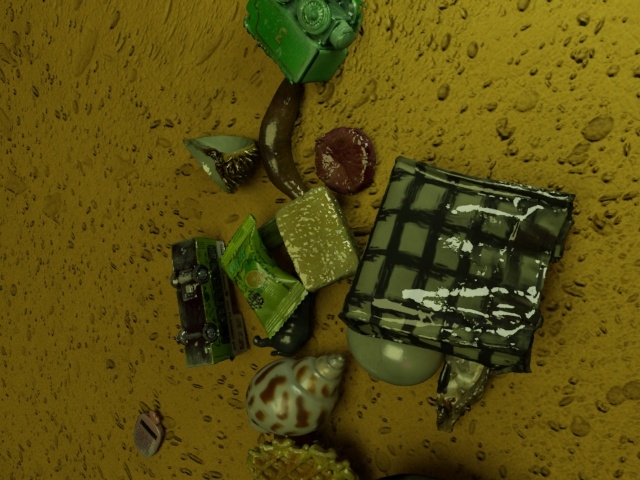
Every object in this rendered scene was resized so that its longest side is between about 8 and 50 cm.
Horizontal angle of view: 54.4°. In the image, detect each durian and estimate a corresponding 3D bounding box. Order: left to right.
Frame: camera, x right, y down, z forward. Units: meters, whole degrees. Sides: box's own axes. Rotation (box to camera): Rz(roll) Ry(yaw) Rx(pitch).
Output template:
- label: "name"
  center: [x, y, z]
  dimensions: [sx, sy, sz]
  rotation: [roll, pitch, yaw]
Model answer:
- label: "durian"
  center: [-0.226, -0.180, 1.404]
  dimensions: [0.252, 0.139, 0.144]
  rotation: [46, 119, 57]

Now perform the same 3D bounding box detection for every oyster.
- label: "oyster"
  center: [0.282, 0.219, 1.185]
  dimensions: [0.128, 0.078, 0.345]
  rotation: [33, 118, 48]

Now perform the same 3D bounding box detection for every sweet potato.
- label: "sweet potato"
  center: [-0.078, -0.192, 1.346]
  dimensions: [0.108, 0.079, 0.346]
  rotation: [-6, 98, 22]

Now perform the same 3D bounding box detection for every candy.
- label: "candy"
  center: [-0.133, 0.073, 1.345]
  dimensions: [0.246, 0.069, 0.149]
  rotation: [49, 116, 23]

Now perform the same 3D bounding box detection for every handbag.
- label: "handbag"
  center: [0.233, 0.041, 1.072]
  dimensions: [0.327, 0.162, 0.325]
  rotation: [14, 75, 27]

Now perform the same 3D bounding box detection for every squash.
- label: "squash"
  center: [-0.130, 0.004, 1.421]
  dimensions: [0.229, 0.066, 0.066]
  rotation: [-34, 79, 32]

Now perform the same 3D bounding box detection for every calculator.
- label: "calculator"
  center: [-0.489, 0.548, 1.772]
  dimensions: [0.103, 0.024, 0.166]
  rotation: [39, 119, 23]

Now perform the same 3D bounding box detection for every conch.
- label: "conch"
  center: [-0.054, 0.330, 1.359]
  dimensions: [0.274, 0.149, 0.183]
  rotation: [-28, 64, 3]

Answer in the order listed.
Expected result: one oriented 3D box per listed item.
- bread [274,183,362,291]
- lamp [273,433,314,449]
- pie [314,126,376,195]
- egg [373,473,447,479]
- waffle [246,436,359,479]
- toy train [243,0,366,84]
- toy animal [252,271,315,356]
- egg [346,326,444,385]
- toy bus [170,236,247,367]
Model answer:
- label: "bread"
  center: [0.000, 0.000, 1.287]
  dimensions: [0.138, 0.102, 0.196]
  rotation: [-26, 82, 2]
- label: "lamp"
  center: [-0.061, 0.458, 1.431]
  dimensions: [0.107, 0.092, 0.107]
  rotation: [42, 153, 27]
- label: "pie"
  center: [0.048, -0.164, 1.289]
  dimensions: [0.153, 0.038, 0.154]
  rotation: [7, 102, 35]
- label: "egg"
  center: [0.201, 0.611, 1.135]
  dimensions: [0.427, 0.345, 0.345]
  rotation: [-2, 97, 24]
- label: "waffle"
  center: [-0.033, 0.534, 1.384]
  dimensions: [0.262, 0.060, 0.281]
  rotation: [3, 126, 21]
- label: "toy train"
  center: [-0.036, -0.446, 1.250]
  dimensions: [0.243, 0.132, 0.188]
  rotation: [53, 129, 15]
- label: "toy animal"
  center: [-0.072, 0.137, 1.396]
  dimensions: [0.137, 0.082, 0.270]
  rotation: [20, 102, 27]
- label: "egg"
  center: [0.141, 0.202, 1.220]
  dimensions: [0.209, 0.151, 0.151]
  rotation: [12, 105, 38]
- label: "toy bus"
  center: [-0.272, 0.146, 1.499]
  dimensions: [0.113, 0.139, 0.302]
  rotation: [-14, 82, 34]
